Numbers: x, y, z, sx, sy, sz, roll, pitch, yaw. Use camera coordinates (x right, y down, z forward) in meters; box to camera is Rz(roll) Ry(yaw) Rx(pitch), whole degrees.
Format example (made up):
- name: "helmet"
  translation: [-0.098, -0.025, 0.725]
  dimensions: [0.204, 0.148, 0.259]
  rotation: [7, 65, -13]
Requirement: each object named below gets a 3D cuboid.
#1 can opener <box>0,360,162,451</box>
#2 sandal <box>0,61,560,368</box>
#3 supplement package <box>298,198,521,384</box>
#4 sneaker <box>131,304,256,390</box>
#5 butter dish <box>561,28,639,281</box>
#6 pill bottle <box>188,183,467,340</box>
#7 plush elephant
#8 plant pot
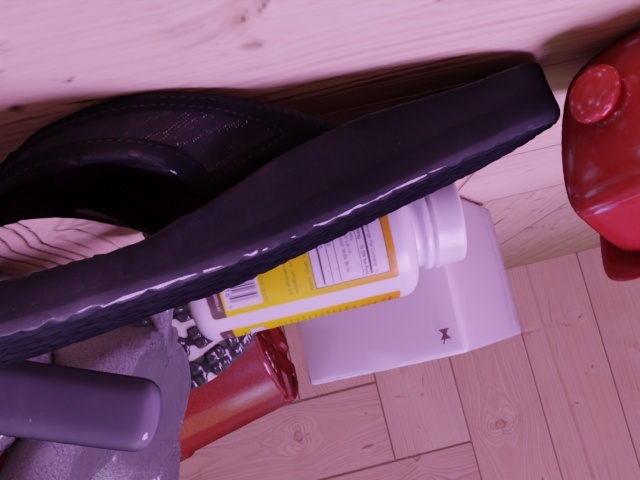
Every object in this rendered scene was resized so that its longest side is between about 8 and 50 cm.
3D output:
- name: "can opener"
  translation: [-0.237, 0.065, 0.475]
  dimensions: [0.283, 0.095, 0.076]
  rotation: [10, 167, -9]
- name: "sandal"
  translation: [-0.062, -0.031, 0.443]
  dimensions: [0.445, 0.107, 0.167]
  rotation: [-24, 175, -26]
- name: "supplement package"
  translation: [0.107, 0.053, 0.898]
  dimensions: [0.177, 0.175, 0.293]
  rotation: [-16, 171, 23]
- name: "sneaker"
  translation: [-0.248, 0.106, 0.986]
  dimensions: [0.410, 0.158, 0.182]
  rotation: [-19, -159, 21]
- name: "butter dish"
  translation: [0.202, -0.072, 0.463]
  dimensions: [0.118, 0.160, 0.160]
  rotation: [16, 157, -25]
- name: "pill bottle"
  translation: [0.000, 0.000, 0.600]
  dimensions: [0.214, 0.117, 0.117]
  rotation: [-13, 171, -2]
- name: "plush elephant"
  translation: [-0.260, 0.128, 0.652]
  dimensions: [0.255, 0.330, 0.272]
  rotation: [7, 164, 20]
- name: "plant pot"
  translation: [-0.193, 0.213, 1.238]
  dimensions: [0.265, 0.273, 0.272]
  rotation: [-23, 170, 7]
